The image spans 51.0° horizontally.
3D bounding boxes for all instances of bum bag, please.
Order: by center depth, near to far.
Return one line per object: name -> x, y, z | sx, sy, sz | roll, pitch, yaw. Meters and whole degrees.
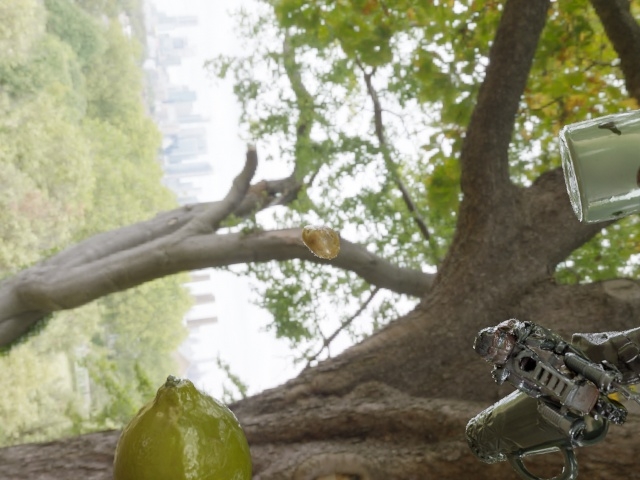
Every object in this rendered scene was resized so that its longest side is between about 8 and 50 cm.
bum bag -> 0.653, 0.220, 1.331 | 0.095, 0.340, 0.144 | 29, 50, -47

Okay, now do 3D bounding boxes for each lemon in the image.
lemon -> -0.179, 0.296, 0.882 | 0.184, 0.183, 0.249 | -135, -130, -73

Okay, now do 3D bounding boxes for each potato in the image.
potato -> 0.000, 0.000, 1.282 | 0.068, 0.083, 0.062 | 37, 77, -53

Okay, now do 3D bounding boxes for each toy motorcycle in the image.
toy motorcycle -> 0.381, 0.221, 1.070 | 0.134, 0.207, 0.401 | -61, -154, 6

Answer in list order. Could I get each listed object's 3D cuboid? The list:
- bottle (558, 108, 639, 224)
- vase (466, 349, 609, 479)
bottle -> 0.659, -0.173, 1.298 | 0.229, 0.351, 0.229 | -13, 90, -73
vase -> 0.422, 0.373, 1.343 | 0.301, 0.156, 0.251 | -45, -146, 49
